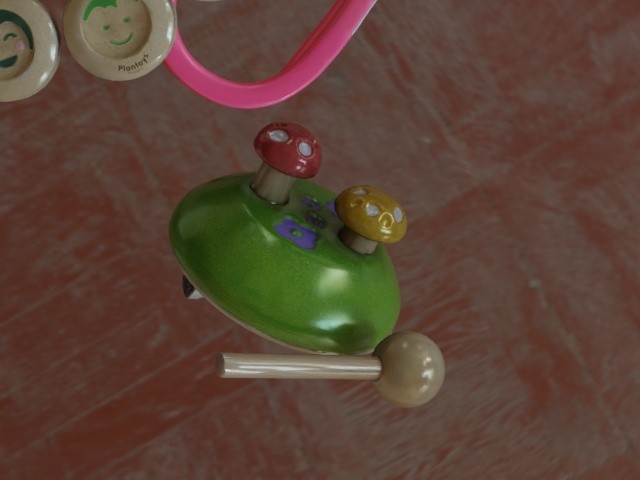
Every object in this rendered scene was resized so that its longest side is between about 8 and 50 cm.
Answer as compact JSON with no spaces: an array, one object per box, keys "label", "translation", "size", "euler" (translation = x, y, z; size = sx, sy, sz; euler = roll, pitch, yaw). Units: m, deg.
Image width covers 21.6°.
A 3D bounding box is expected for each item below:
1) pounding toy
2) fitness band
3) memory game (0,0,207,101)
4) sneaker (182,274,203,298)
[{"label":"pounding toy","translation":[0.000,0.000,1.184],"size":[0.183,0.237,0.110],"euler":[14,120,-26]},{"label":"fitness band","translation":[-0.053,-0.276,1.741],"size":[0.209,0.054,0.291],"euler":[37,89,-17]},{"label":"memory game","translation":[-0.096,-0.136,0.533],"size":[0.186,0.012,0.186],"euler":[0,95,4]},{"label":"sneaker","translation":[-0.064,0.003,1.390],"size":[0.135,0.058,0.052],"euler":[-47,42,45]}]
